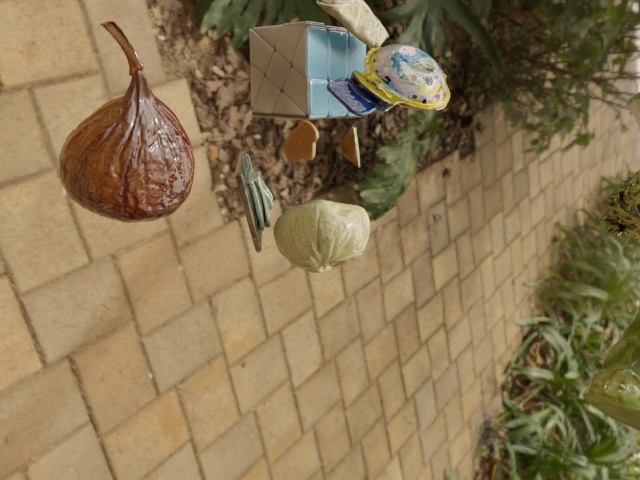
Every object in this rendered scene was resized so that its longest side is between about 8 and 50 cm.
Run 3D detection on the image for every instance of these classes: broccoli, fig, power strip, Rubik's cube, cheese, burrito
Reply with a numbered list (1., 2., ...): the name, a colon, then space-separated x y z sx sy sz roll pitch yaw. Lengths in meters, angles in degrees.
1. broccoli: 0.398 0.040 0.660 0.361 0.252 0.221 -30 159 -14
2. fig: -0.196 -0.124 0.637 0.146 0.133 0.201 -33 149 -58
3. power strip: -0.148 -0.099 1.420 0.198 0.064 0.213 -101 179 -62
4. Rubik's cube: -0.031 -0.436 1.533 0.224 0.221 0.231 -15 111 -44
5. cheese: 0.115 -0.245 0.910 0.250 0.156 0.064 -32 159 -38
6. burrito: 0.077 -0.525 1.374 0.082 0.059 0.275 -53 141 8

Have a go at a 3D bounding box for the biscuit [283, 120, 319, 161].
1. biscuit: -0.056 -0.304 1.865 0.118 0.140 0.023 57 28 13

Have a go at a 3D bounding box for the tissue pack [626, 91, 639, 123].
1. tissue pack: 0.948 -0.393 1.439 0.128 0.310 0.228 56 12 -2

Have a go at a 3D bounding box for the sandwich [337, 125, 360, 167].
1. sandwich: 0.056 -0.186 1.185 0.031 0.043 0.084 -24 106 -79

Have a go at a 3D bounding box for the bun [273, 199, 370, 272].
1. bun: 0.000 0.000 1.384 0.243 0.243 0.154 24 59 -51
